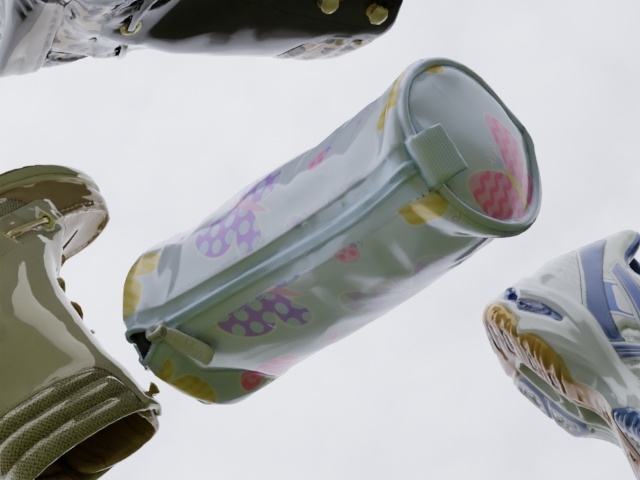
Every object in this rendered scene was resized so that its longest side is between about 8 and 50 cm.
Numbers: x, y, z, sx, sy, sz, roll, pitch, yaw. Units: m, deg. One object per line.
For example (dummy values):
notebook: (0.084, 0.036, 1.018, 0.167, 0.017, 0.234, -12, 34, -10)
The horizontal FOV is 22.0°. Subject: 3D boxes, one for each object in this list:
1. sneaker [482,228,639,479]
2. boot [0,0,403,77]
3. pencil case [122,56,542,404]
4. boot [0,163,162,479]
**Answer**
sneaker: (0.227, 0.090, 0.974, 0.131, 0.296, 0.112, -35, -41, -12)
boot: (-0.069, -0.212, 1.153, 0.284, 0.377, 0.138, -4, -105, -26)
pencil case: (0.000, 0.000, 0.972, 0.124, 0.273, 0.114, 2, -117, -48)
boot: (-0.173, 0.054, 1.054, 0.095, 0.203, 0.262, -54, -14, 24)
